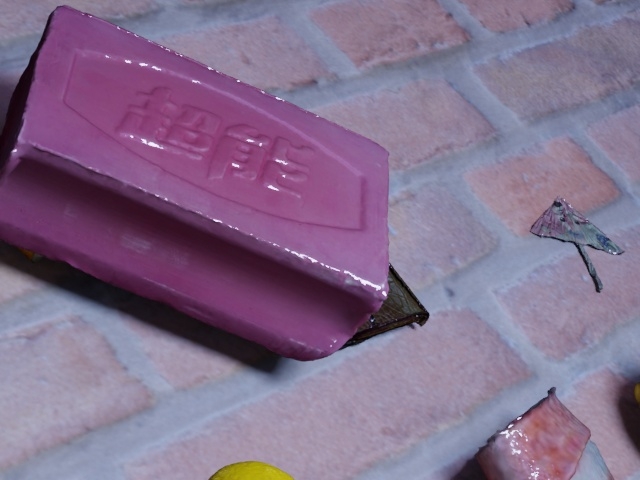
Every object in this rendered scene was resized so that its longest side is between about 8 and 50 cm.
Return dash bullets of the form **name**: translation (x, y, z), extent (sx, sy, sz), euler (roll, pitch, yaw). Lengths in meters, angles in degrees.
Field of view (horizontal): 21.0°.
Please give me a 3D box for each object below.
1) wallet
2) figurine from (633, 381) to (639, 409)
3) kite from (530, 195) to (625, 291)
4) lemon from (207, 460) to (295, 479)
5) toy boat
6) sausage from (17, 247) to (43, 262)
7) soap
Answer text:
- **wallet**: translation (0.000, 0.000, 1.754), extent (0.133, 0.039, 0.243), euler (-11, 54, -42)
- **figurine**: translation (0.453, 0.190, 1.801), extent (0.257, 0.167, 0.192), euler (31, 12, -4)
- **kite**: translation (0.303, 0.002, 2.029), extent (0.139, 0.011, 0.156), euler (9, 42, -28)
- **lemon**: translation (-0.056, 0.234, 1.381), extent (0.109, 0.109, 0.133), euler (28, 34, -11)
- **toy boat**: translation (0.266, 0.280, 1.631), extent (0.282, 0.096, 0.206), euler (53, 23, 8)
- **sausage**: translation (-0.286, -0.026, 1.553), extent (0.107, 0.031, 0.031), euler (42, 36, 8)
- **soap**: translation (-0.116, -0.046, 1.586), extent (0.360, 0.128, 0.233), euler (23, 37, -16)
